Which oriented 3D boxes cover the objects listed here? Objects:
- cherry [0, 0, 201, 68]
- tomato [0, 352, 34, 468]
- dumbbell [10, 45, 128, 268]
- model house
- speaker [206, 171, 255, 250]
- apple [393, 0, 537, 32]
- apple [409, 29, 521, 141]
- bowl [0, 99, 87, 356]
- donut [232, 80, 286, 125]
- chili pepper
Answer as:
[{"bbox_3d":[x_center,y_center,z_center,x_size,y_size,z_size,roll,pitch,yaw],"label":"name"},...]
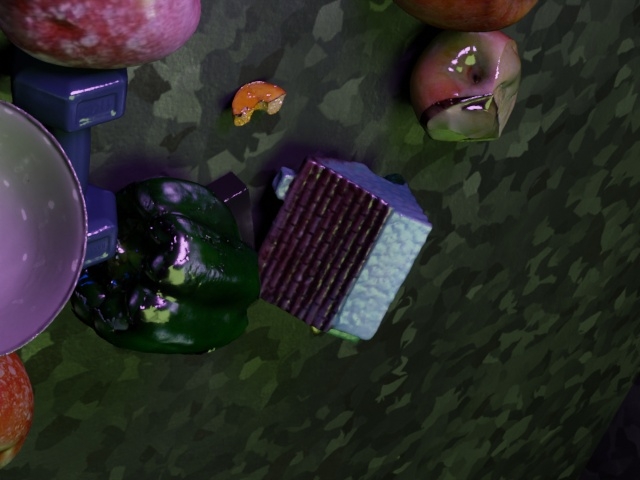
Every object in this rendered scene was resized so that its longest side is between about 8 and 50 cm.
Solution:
[{"bbox_3d":[-0.241,-0.313,1.516,0.286,0.213,0.236,-22,120,3],"label":"cherry"},{"bbox_3d":[-0.525,0.216,1.741,0.270,0.222,0.270,-20,159,-8],"label":"tomato"},{"bbox_3d":[-0.329,-0.113,1.690,0.144,0.156,0.316,1,130,-12],"label":"dumbbell"},{"bbox_3d":[0.000,0.000,2.162,0.249,0.230,0.280,21,109,-19],"label":"model house"},{"bbox_3d":[-0.151,-0.006,2.095,0.082,0.044,0.218,-32,144,-23],"label":"speaker"},{"bbox_3d":[0.211,-0.426,1.895,0.257,0.234,0.256,-29,146,-22],"label":"apple"},{"bbox_3d":[0.242,-0.257,2.170,0.207,0.174,0.188,-48,167,-2],"label":"apple"},{"bbox_3d":[-0.462,-0.006,1.584,0.337,0.337,0.157,-35,-176,-19],"label":"bowl"},{"bbox_3d":[-0.097,-0.198,1.940,0.038,0.067,0.083,114,0,-55],"label":"donut"},{"bbox_3d":[-0.220,0.053,1.903,0.257,0.233,0.248,17,122,-47],"label":"chili pepper"}]
